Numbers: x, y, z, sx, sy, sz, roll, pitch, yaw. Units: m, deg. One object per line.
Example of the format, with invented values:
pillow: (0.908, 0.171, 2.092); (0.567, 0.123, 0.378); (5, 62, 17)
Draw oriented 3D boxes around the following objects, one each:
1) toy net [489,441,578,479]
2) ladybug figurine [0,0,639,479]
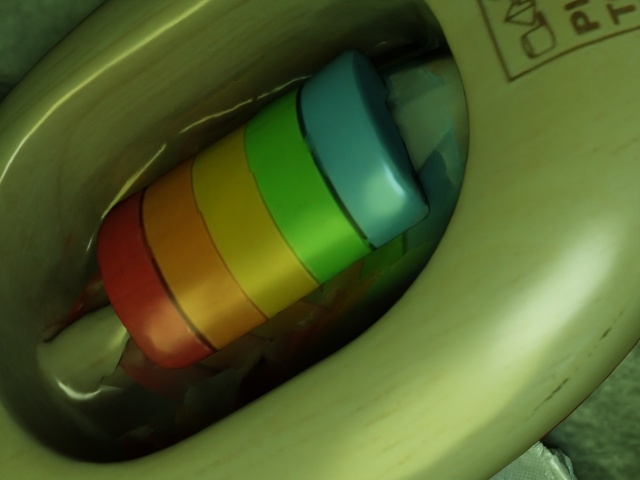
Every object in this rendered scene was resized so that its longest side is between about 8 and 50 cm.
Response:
toy net: (0.130, 0.197, 0.930); (0.122, 0.045, 0.232); (15, 126, 41)
ladybug figurine: (0.000, 0.000, 0.718); (0.449, 0.305, 0.162); (-28, 150, 22)
